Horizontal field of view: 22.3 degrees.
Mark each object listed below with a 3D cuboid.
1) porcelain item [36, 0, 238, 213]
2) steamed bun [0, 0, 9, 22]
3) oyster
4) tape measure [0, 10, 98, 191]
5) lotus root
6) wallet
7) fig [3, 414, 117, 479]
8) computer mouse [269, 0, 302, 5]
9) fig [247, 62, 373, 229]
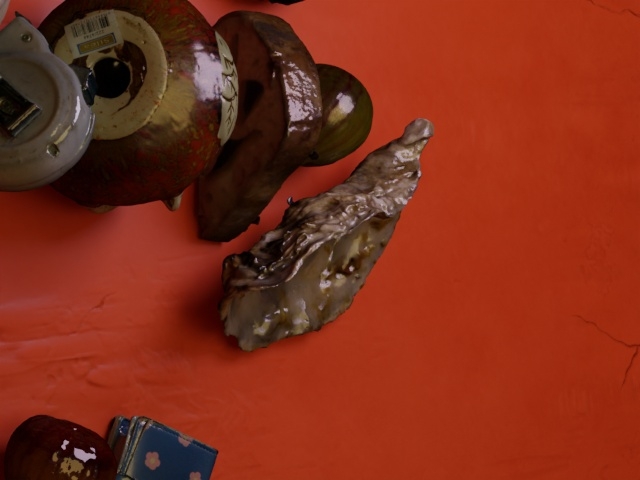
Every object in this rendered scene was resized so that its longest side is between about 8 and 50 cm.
[{"bbox_3d":[-0.203,-0.147,1.739,0.253,0.253,0.253,6,81,-42],"label":"porcelain item"},{"bbox_3d":[-0.417,-0.266,1.571,0.231,0.145,0.232,17,61,-33],"label":"steamed bun"},{"bbox_3d":[0.003,0.011,1.952,0.396,0.111,0.204,-38,155,-39],"label":"oyster"},{"bbox_3d":[-0.354,-0.065,1.563,0.330,0.164,0.084,-49,156,-14],"label":"tape measure"},{"bbox_3d":[-0.074,-0.139,1.872,0.074,0.170,0.261,10,74,-45],"label":"lotus root"},{"bbox_3d":[-0.194,0.302,1.774,0.141,0.059,0.202,31,66,-34],"label":"wallet"},{"bbox_3d":[-0.279,0.249,1.693,0.119,0.153,0.119,20,35,-15],"label":"fig"},{"bbox_3d":[-0.040,-0.441,1.962,0.183,0.116,0.323,19,80,-41],"label":"computer mouse"},{"bbox_3d":[-0.034,-0.109,1.946,0.236,0.124,0.124,-51,120,-17],"label":"fig"}]
